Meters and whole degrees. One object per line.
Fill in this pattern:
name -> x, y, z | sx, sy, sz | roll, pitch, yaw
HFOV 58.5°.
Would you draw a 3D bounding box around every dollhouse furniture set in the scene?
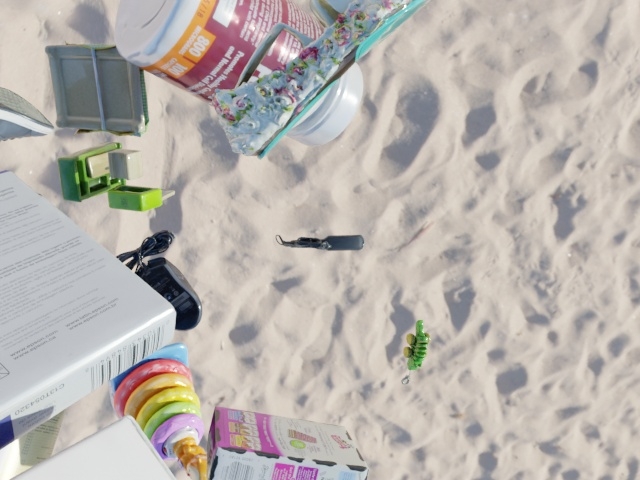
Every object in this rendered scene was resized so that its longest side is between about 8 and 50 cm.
dollhouse furniture set -> -0.384, -0.225, 1.095 | 0.197, 0.151, 0.301 | 7, 111, 17

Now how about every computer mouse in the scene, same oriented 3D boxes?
computer mouse -> -0.413, 0.118, 1.538 | 0.188, 0.072, 0.272 | -32, 100, 3

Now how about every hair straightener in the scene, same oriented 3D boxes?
hair straightener -> 0.000, 0.000, 1.460 | 0.230, 0.089, 0.047 | 5, 86, -6

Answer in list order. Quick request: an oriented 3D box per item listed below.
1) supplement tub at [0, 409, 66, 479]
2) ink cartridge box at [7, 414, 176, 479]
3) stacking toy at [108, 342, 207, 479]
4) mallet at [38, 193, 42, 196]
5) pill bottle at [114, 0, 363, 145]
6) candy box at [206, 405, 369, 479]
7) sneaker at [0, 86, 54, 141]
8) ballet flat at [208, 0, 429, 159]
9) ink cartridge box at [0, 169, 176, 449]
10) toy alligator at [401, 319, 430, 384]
supplement tub -> -0.539, 0.345, 0.869 | 0.228, 0.228, 0.316 | 23, 63, -29
ink cartridge box -> -0.312, 0.350, 0.450 | 0.395, 0.285, 0.166 | -40, 82, 16
stacking toy -> -0.284, 0.357, 1.100 | 0.165, 0.302, 0.175 | -15, 126, -31
mallet -> -0.460, -0.017, 0.789 | 0.189, 0.062, 0.039 | -15, 140, 23
pill bottle -> -0.119, -0.318, 0.971 | 0.392, 0.224, 0.224 | 21, 108, -44
candy box -> -0.059, 0.340, 0.901 | 0.233, 0.159, 0.071 | 12, 93, -11
sneaker -> -0.561, -0.171, 0.935 | 0.086, 0.226, 0.163 | 45, 100, 11
ballet flat -> 0.000, -0.173, 0.504 | 0.241, 0.091, 0.077 | -44, 98, -6
ink cartridge box -> -0.384, 0.073, 0.592 | 0.324, 0.330, 0.071 | -32, 146, -44
toy alligator -> 0.244, 0.295, 1.450 | 0.056, 0.051, 0.190 | 3, 108, -21
